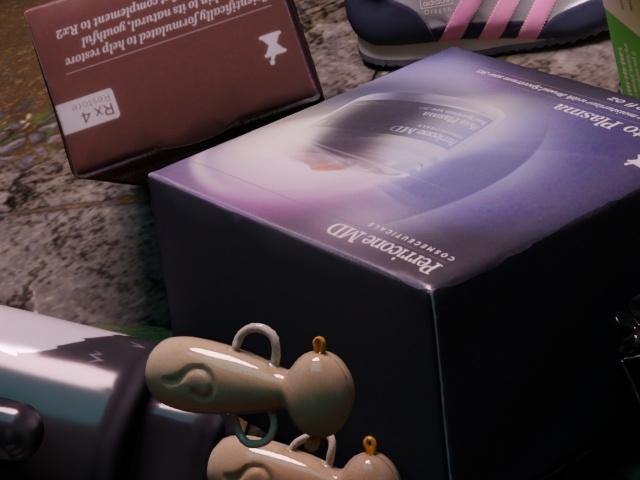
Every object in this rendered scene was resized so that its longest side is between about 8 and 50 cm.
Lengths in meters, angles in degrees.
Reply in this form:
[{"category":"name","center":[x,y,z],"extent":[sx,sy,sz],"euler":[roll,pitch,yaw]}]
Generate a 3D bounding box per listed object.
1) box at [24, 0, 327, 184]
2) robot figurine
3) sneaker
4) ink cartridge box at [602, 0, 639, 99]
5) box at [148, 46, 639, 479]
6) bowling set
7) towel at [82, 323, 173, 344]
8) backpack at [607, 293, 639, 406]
[{"category":"box","center":[-0.102,-0.135,1.551],"extent":[0.191,0.143,0.381],"euler":[-18,2,1]},{"category":"robot figurine","center":[-0.198,0.132,1.292],"extent":[0.278,0.209,0.173],"euler":[12,44,12]},{"category":"sneaker","center":[0.171,-0.249,1.741],"extent":[0.319,0.131,0.112],"euler":[-11,33,14]},{"category":"ink cartridge box","center":[0.363,-0.181,1.467],"extent":[0.121,0.211,0.289],"euler":[-37,37,-28]},{"category":"box","center":[0.091,0.015,1.292],"extent":[0.294,0.183,0.296],"euler":[-26,31,-33]},{"category":"bowling set","center":[-0.005,0.186,1.153],"extent":[0.154,0.287,0.200],"euler":[6,6,25]},{"category":"towel","center":[-0.164,0.085,1.453],"extent":[0.148,0.027,0.110],"euler":[2,7,-27]},{"category":"backpack","center":[0.272,0.106,1.143],"extent":[0.115,0.152,0.182],"euler":[-42,44,15]}]
